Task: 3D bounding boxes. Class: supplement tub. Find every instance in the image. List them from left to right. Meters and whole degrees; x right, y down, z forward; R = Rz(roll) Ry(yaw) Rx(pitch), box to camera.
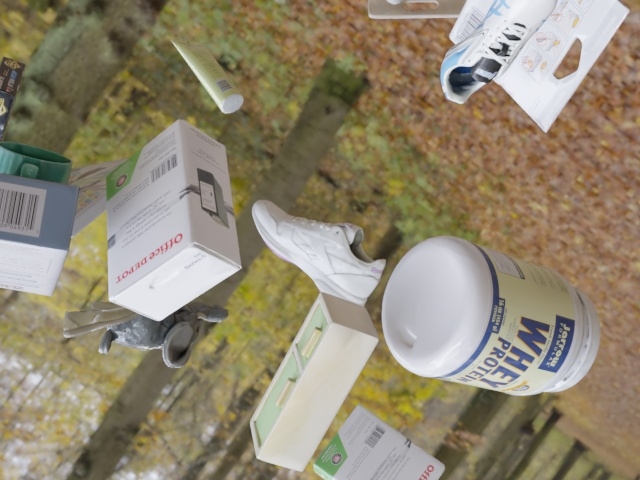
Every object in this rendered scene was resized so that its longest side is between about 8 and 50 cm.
[{"bbox_3d":[0.293,0.136,1.617,0.325,0.235,0.235,16,-169,-34],"label":"supplement tub"}]

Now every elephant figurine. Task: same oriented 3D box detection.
[{"bbox_3d":[-0.317,0.183,1.974,0.239,0.186,0.169,49,-164,-41],"label":"elephant figurine"}]

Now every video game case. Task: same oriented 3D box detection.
[{"bbox_3d":[-0.546,-0.087,2.071,0.300,0.329,0.036,-7,117,34],"label":"video game case"}]

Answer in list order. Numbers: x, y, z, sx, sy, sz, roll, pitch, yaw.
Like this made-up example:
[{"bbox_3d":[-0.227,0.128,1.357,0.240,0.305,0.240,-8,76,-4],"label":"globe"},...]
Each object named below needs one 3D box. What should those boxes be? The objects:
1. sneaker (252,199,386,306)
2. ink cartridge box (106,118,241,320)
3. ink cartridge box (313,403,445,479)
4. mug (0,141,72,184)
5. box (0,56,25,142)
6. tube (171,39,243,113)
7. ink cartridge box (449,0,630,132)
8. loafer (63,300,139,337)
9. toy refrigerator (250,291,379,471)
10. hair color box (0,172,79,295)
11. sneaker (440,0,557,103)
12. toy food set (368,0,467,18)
[{"bbox_3d":[0.000,0.000,1.894,0.305,0.152,0.114,39,-164,14],"label":"sneaker"},{"bbox_3d":[-0.252,-0.033,1.588,0.115,0.198,0.272,31,-144,-42],"label":"ink cartridge box"},{"bbox_3d":[0.119,0.466,1.935,0.219,0.160,0.092,35,160,15],"label":"ink cartridge box"},{"bbox_3d":[-0.509,-0.105,1.635,0.130,0.097,0.158,20,-170,16],"label":"mug"},{"bbox_3d":[-0.665,-0.242,1.944,0.051,0.220,0.175,18,-153,-19],"label":"box"},{"bbox_3d":[-0.265,-0.401,2.269,0.240,0.062,0.070,54,178,28],"label":"tube"},{"bbox_3d":[0.370,-0.371,1.595,0.261,0.066,0.296,49,147,17],"label":"ink cartridge box"},{"bbox_3d":[-0.368,0.124,1.615,0.056,0.148,0.050,167,86,-78],"label":"loafer"},{"bbox_3d":[-0.018,0.225,1.517,0.094,0.269,0.102,22,-160,-20],"label":"toy refrigerator"},{"bbox_3d":[-0.520,-0.005,1.589,0.186,0.113,0.374,10,163,-17],"label":"hair color box"},{"bbox_3d":[0.244,-0.269,1.295,0.085,0.086,0.237,14,150,-20],"label":"sneaker"},{"bbox_3d":[0.203,-0.563,1.858,0.220,0.092,0.306,0,145,2],"label":"toy food set"}]
